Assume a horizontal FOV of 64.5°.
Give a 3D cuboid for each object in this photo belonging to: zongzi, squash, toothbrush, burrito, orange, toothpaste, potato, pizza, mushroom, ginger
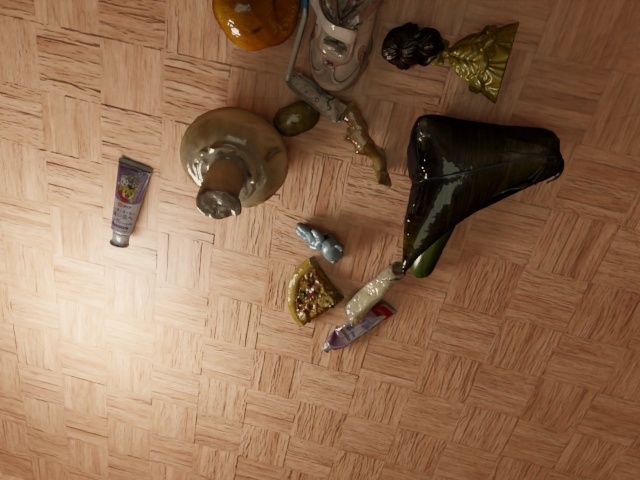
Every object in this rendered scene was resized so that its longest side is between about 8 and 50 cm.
[{"bbox_3d":[0.422,-0.105,1.365,0.404,0.208,0.431,6,94,3],"label":"zongzi"},{"bbox_3d":[0.353,-0.020,1.537,0.087,0.087,0.331,21,117,0],"label":"squash"},{"bbox_3d":[-0.043,-0.596,1.286,0.040,0.040,0.385,16,98,2],"label":"toothbrush"},{"bbox_3d":[-0.014,-0.402,1.406,0.203,0.064,0.064,39,118,8],"label":"burrito"},{"bbox_3d":[-0.173,-0.608,1.264,0.183,0.249,0.248,13,120,29],"label":"orange"},{"bbox_3d":[0.123,0.307,1.766,0.301,0.048,0.075,-38,100,22],"label":"toothpaste"},{"bbox_3d":[-0.071,-0.349,1.457,0.138,0.070,0.091,-18,114,18],"label":"potato"},{"bbox_3d":[0.175,0.176,1.677,0.275,0.059,0.082,-45,61,25],"label":"burrito"},{"bbox_3d":[-0.020,0.190,1.726,0.197,0.058,0.292,15,118,2],"label":"pizza"},{"bbox_3d":[-0.252,-0.203,1.417,0.315,0.336,0.314,2,128,3],"label":"mushroom"},{"bbox_3d":[0.124,-0.275,1.459,0.089,0.075,0.288,-26,106,18],"label":"ginger"},{"bbox_3d":[-0.642,-0.119,1.688,0.114,0.073,0.299,20,110,0],"label":"toothpaste"}]

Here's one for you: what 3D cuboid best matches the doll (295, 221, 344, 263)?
[{"bbox_3d":[0.004,-0.003,1.628,0.180,0.075,0.120,41,157,11],"label":"doll"}]

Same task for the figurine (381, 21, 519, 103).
[{"bbox_3d":[0.316,-0.479,1.295,0.316,0.168,0.187,16,146,14],"label":"figurine"}]

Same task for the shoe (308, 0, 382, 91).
[{"bbox_3d":[0.050,-0.543,1.265,0.172,0.198,0.350,17,117,5],"label":"shoe"}]
